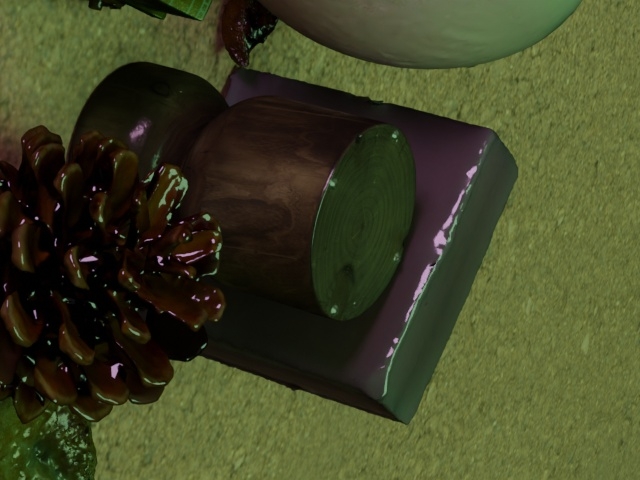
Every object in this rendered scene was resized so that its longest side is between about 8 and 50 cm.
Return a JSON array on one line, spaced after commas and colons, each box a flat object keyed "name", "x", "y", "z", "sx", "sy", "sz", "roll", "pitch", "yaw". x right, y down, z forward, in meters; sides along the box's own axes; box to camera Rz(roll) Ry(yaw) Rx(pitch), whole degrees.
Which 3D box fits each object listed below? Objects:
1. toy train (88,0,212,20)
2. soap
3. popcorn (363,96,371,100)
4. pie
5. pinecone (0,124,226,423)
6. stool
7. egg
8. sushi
[{"name": "toy train", "x": -0.173, "y": -0.238, "z": 1.604, "sx": 0.225, "sy": 0.137, "sz": 0.090, "roll": 17, "pitch": 89, "yaw": -60}, {"name": "soap", "x": 0.000, "y": 0.000, "z": 1.865, "sx": 0.285, "sy": 0.296, "sz": 0.107, "roll": -64, "pitch": 149, "yaw": -14}, {"name": "popcorn", "x": 0.040, "y": -0.053, "z": 2.054, "sx": 0.197, "sy": 0.155, "sz": 0.198, "roll": 7, "pitch": 90, "yaw": -71}, {"name": "pie", "x": -0.298, "y": 0.228, "z": 1.694, "sx": 0.277, "sy": 0.078, "sz": 0.277, "roll": -25, "pitch": 121, "yaw": -49}, {"name": "pinecone", "x": -0.194, "y": 0.031, "z": 1.577, "sx": 0.264, "sy": 0.264, "sz": 0.264, "roll": -35, "pitch": 133, "yaw": -49}, {"name": "stool", "x": -0.069, "y": -0.046, "z": 1.749, "sx": 0.179, "sy": 0.264, "sz": 0.179, "roll": -35, "pitch": 134, "yaw": -48}, {"name": "egg", "x": 0.042, "y": -0.327, "z": 1.740, "sx": 0.339, "sy": 0.354, "sz": 0.355, "roll": -6, "pitch": 110, "yaw": -44}, {"name": "sushi", "x": -0.065, "y": -0.213, "z": 1.896, "sx": 0.050, "sy": 0.047, "sz": 0.099, "roll": 46, "pitch": 63, "yaw": -54}]
